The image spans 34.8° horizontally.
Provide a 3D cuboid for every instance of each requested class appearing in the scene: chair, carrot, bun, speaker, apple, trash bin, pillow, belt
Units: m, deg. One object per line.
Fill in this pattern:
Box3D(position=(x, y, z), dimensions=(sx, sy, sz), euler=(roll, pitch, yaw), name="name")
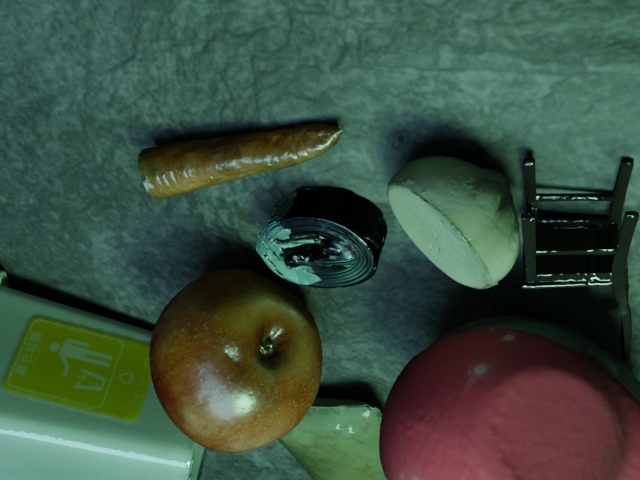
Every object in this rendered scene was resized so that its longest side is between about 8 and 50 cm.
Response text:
Box3D(position=(0.241, 0.026, 0.955), dimensions=(0.101, 0.084, 0.212), euler=(1, 137, 13), name="chair")
Box3D(position=(-0.074, -0.083, 1.007), dimensions=(0.224, 0.057, 0.057), euler=(-8, 132, 25), name="carrot")
Box3D(position=(0.134, -0.029, 0.942), dimensions=(0.138, 0.094, 0.138), euler=(43, 169, 11), name="bun")
Box3D(position=(0.206, 0.210, 1.032), dimensions=(0.294, 0.294, 0.294), euler=(13, 140, 11), name="speaker")
Box3D(position=(-0.089, 0.130, 1.130), dimensions=(0.201, 0.201, 0.162), euler=(33, 147, -13), name="apple")
Box3D(position=(-0.327, 0.230, 1.336), dimensions=(0.367, 0.256, 0.296), euler=(12, 138, 0), name="trash bin")
Box3D(position=(0.050, 0.309, 1.367), dimensions=(0.185, 0.075, 0.302), euler=(-6, 132, 32), name="pillow")
Box3D(position=(0.000, 0.000, 1.054), dimensions=(0.140, 0.058, 0.105), euler=(-6, 130, 31), name="belt")
